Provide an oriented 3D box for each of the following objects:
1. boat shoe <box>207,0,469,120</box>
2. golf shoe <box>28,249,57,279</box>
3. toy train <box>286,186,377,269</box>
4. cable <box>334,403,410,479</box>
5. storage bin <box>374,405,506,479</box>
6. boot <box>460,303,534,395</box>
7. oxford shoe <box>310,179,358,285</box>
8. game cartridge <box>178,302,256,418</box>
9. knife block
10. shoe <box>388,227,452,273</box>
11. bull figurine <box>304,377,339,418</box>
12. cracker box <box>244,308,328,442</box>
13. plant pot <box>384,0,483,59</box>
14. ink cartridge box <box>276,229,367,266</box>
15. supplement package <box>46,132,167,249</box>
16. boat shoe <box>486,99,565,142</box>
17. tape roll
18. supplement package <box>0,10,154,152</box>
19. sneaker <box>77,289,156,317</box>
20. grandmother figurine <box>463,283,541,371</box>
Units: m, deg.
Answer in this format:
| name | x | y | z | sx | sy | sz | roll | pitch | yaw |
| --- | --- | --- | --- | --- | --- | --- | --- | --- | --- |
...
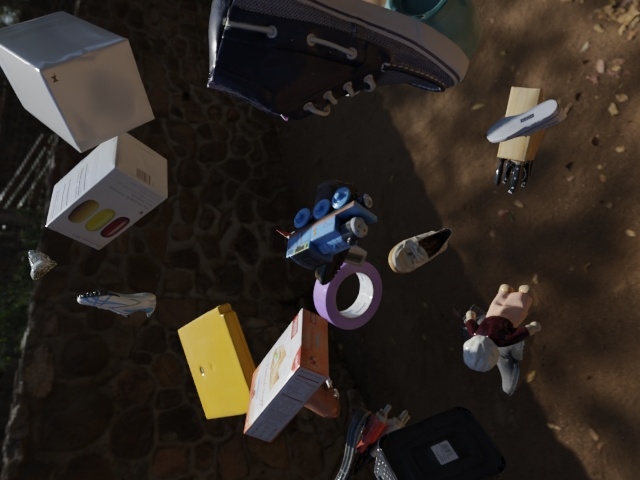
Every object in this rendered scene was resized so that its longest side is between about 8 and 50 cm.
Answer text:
| name | x | y | z | sx | sy | sz | roll | pitch | yaw |
| --- | --- | --- | --- | --- | --- | --- | --- | --- | --- |
| boat shoe | 0.019 | -0.215 | 0.579 | 0.127 | 0.340 | 0.158 | -137 | 63 | -70 |
| golf shoe | -0.884 | 0.071 | 1.418 | 0.086 | 0.069 | 0.176 | 54 | 161 | -17 |
| toy train | 0.018 | -0.019 | 0.826 | 0.184 | 0.080 | 0.105 | -25 | 49 | 37 |
| cable | 0.077 | 0.455 | 0.915 | 0.072 | 0.139 | 0.287 | 18 | 73 | 47 |
| storage bin | 0.191 | 0.367 | 0.744 | 0.122 | 0.180 | 0.085 | -124 | 27 | -48 |
| boot | 0.599 | 0.369 | 1.566 | 0.222 | 0.118 | 0.339 | 22 | 135 | 37 |
| oxford shoe | 0.013 | -0.017 | 0.944 | 0.096 | 0.082 | 0.228 | 19 | 111 | 27 |
| game cartridge | -0.280 | 0.344 | 1.266 | 0.323 | 0.052 | 0.286 | -30 | 78 | 47 |
| knife block | 0.605 | -0.293 | 1.400 | 0.088 | 0.276 | 0.242 | 18 | 68 | 35 |
| shoe | 0.253 | 0.018 | 1.135 | 0.077 | 0.219 | 0.058 | 59 | 142 | 9 |
| bull figurine | -0.057 | 0.564 | 1.750 | 0.101 | 0.310 | 0.188 | -53 | 2 | 18 |
| cracker box | -0.069 | 0.273 | 0.923 | 0.232 | 0.067 | 0.156 | -54 | 18 | 27 |
| plant pot | 0.294 | -0.629 | 1.271 | 0.292 | 0.196 | 0.294 | -5 | 76 | 22 |
| ink cartridge box | 0.000 | 0.000 | 1.355 | 0.232 | 0.188 | 0.066 | 40 | 111 | 53 |
| supplement package | -0.485 | -0.111 | 1.044 | 0.244 | 0.139 | 0.134 | -32 | 49 | 21 |
| boat shoe | 0.277 | -0.154 | 0.615 | 0.100 | 0.035 | 0.035 | -22 | 51 | 45 |
| tape roll | 0.111 | 0.205 | 1.791 | 0.090 | 0.274 | 0.275 | 19 | 101 | 56 |
| supplement package | -0.521 | -0.340 | 0.954 | 0.292 | 0.177 | 0.175 | 32 | 145 | 32 |
| sneaker | -0.658 | 0.207 | 1.474 | 0.085 | 0.237 | 0.086 | -170 | 87 | -71 |
| grandmother figurine | 0.499 | 0.240 | 1.262 | 0.207 | 0.342 | 0.104 | -13 | 106 | 48 |
